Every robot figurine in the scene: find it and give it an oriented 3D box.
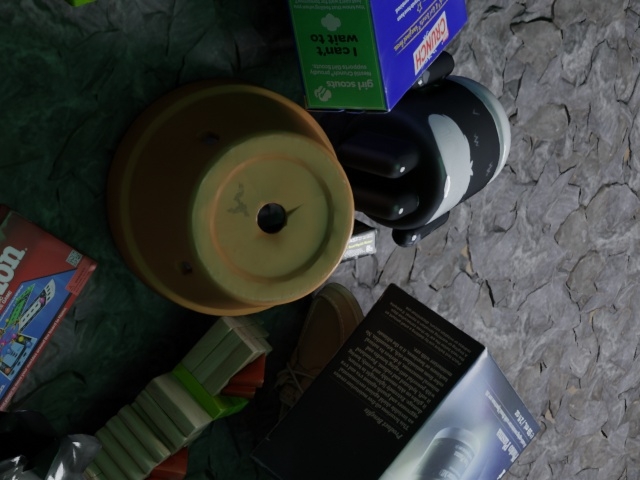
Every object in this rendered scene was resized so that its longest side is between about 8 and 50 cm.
[{"bbox_3d":[0.131,-0.117,1.911,0.278,0.173,0.209,-31,168,-48],"label":"robot figurine"}]

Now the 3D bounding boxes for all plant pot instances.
[{"bbox_3d":[-0.087,-0.038,1.714,0.291,0.203,0.290,-4,101,-21],"label":"plant pot"}]

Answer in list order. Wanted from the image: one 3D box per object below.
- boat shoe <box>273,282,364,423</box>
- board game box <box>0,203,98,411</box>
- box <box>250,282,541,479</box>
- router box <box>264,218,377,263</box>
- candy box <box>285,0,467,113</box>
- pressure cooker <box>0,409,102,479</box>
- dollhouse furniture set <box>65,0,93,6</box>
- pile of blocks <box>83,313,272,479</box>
[{"bbox_3d":[-0.008,0.204,2.003,0.098,0.109,0.302,-10,120,-37],"label":"boat shoe"},{"bbox_3d":[-0.391,0.110,1.707,0.145,0.027,0.281,36,85,-41],"label":"board game box"},{"bbox_3d":[0.110,0.268,1.939,0.294,0.183,0.296,-50,145,-7],"label":"box"},{"bbox_3d":[0.000,0.000,1.930,0.122,0.092,0.038,-16,117,-33],"label":"router box"},{"bbox_3d":[0.060,-0.351,1.752,0.268,0.122,0.317,-51,137,-48],"label":"candy box"},{"bbox_3d":[-0.370,0.407,1.595,0.370,0.420,0.375,-28,158,-33],"label":"pressure cooker"},{"bbox_3d":[-0.358,-0.291,1.481,0.302,0.151,0.197,-23,121,-29],"label":"dollhouse furniture set"},{"bbox_3d":[-0.186,0.243,1.831,0.362,0.112,0.149,-41,166,-6],"label":"pile of blocks"}]
